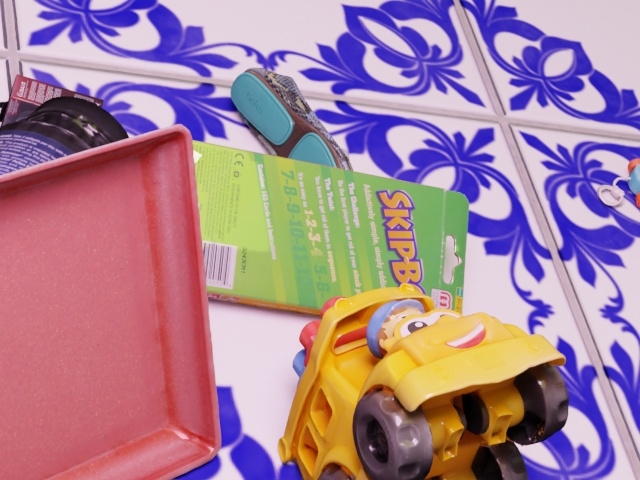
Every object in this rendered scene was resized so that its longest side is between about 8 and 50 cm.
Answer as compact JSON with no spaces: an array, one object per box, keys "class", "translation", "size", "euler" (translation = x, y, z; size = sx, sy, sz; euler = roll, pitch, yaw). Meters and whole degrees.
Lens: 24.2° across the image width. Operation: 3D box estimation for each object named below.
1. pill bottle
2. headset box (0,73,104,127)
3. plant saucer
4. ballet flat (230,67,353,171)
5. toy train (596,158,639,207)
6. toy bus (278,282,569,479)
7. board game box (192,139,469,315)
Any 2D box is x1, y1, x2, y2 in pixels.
[{"class":"pill bottle","translation":[-0.225,-0.012,1.112],"size":[0.123,0.123,0.219],"euler":[29,43,1]},{"class":"headset box","translation":[-0.229,-0.098,1.237],"size":[0.083,0.062,0.032],"euler":[16,43,-14]},{"class":"plant saucer","translation":[-0.189,0.070,0.999],"size":[0.259,0.258,0.048],"euler":[-21,26,-39]},{"class":"ballet flat","translation":[-0.009,-0.085,1.341],"size":[0.070,0.070,0.188],"euler":[-14,60,-36]},{"class":"toy train","translation":[0.364,-0.025,1.482],"size":[0.166,0.046,0.125],"euler":[41,44,13]},{"class":"toy bus","translation":[0.053,0.107,1.078],"size":[0.149,0.220,0.211],"euler":[-11,49,-29]},{"class":"board game box","translation":[0.000,0.000,1.243],"size":[0.259,0.039,0.124],"euler":[9,76,-16]}]
